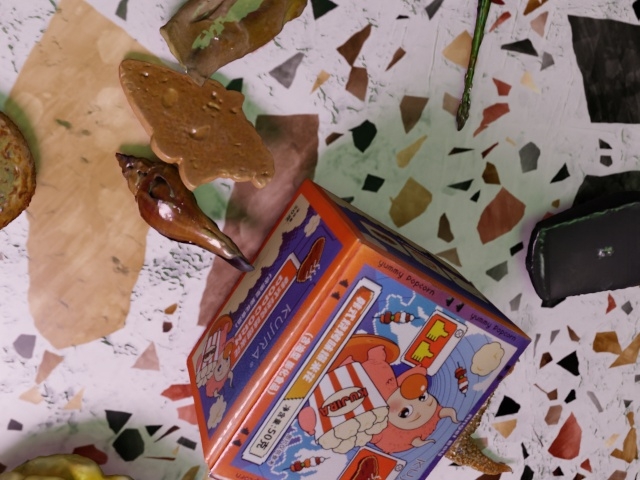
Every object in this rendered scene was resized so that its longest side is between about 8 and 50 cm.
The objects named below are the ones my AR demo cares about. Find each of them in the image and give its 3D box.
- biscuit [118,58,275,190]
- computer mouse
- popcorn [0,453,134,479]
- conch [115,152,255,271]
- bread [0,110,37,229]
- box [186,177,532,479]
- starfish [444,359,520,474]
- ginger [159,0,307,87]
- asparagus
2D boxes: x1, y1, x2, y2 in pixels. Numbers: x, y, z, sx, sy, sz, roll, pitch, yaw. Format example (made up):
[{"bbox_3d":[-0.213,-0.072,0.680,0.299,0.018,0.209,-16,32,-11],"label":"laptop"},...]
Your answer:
[{"bbox_3d":[-0.168,-0.157,0.935,0.250,0.035,0.162,39,59,-12],"label":"biscuit"},{"bbox_3d":[0.498,0.004,1.243,0.295,0.087,0.168,-12,114,-6],"label":"computer mouse"},{"bbox_3d":[-0.372,0.458,0.930,0.334,0.292,0.294,25,49,-24],"label":"popcorn"},{"bbox_3d":[-0.194,-0.032,0.950,0.080,0.086,0.233,-39,112,-9],"label":"conch"},{"bbox_3d":[-0.451,-0.086,0.850,0.193,0.064,0.193,-3,98,-21],"label":"bread"},{"bbox_3d":[0.040,0.161,0.971,0.318,0.257,0.349,30,101,-27],"label":"box"},{"bbox_3d":[0.247,0.305,1.215,0.301,0.084,0.294,3,103,-18],"label":"starfish"},{"bbox_3d":[-0.096,-0.317,0.909,0.263,0.109,0.116,-47,141,-5],"label":"ginger"},{"bbox_3d":[0.243,-0.290,1.100,0.022,0.023,0.233,13,101,21],"label":"asparagus"}]
